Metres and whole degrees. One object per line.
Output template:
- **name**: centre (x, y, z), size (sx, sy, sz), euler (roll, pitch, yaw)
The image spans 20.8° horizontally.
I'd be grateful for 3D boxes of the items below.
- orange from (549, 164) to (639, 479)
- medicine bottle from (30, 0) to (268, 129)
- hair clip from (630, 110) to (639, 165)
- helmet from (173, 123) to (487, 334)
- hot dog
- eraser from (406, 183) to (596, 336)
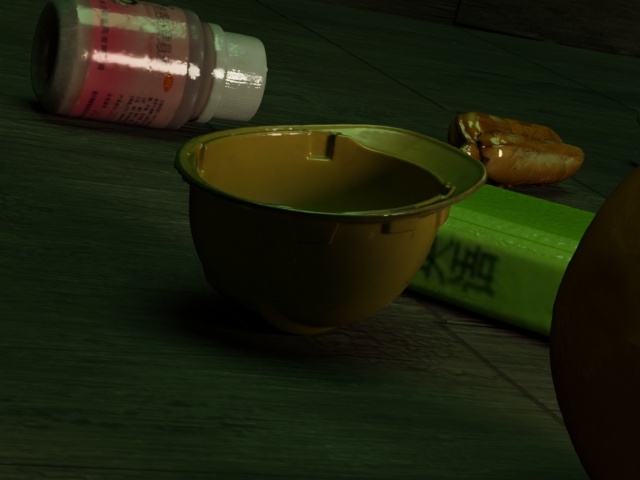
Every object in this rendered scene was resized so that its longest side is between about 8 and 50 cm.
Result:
- **orange**: centre (0.291, 0.073, 1.021), size (0.312, 0.312, 0.312), euler (12, 14, -3)
- **medicine bottle**: centre (-0.191, -0.197, 1.952), size (0.247, 0.147, 0.147), euler (5, 16, -25)
- **hair clip**: centre (0.561, -0.101, 2.348), size (0.085, 0.101, 0.331), euler (-6, 21, -41)
- **helmet**: centre (0.000, 0.000, 1.357), size (0.257, 0.140, 0.205), euler (-8, 25, -40)
- **hot dog**: centre (0.225, -0.101, 2.079), size (0.102, 0.076, 0.249), euler (43, 23, 28)
- **eraser**: centre (0.218, 0.029, 1.550), size (0.274, 0.092, 0.210), euler (19, 16, 28)
